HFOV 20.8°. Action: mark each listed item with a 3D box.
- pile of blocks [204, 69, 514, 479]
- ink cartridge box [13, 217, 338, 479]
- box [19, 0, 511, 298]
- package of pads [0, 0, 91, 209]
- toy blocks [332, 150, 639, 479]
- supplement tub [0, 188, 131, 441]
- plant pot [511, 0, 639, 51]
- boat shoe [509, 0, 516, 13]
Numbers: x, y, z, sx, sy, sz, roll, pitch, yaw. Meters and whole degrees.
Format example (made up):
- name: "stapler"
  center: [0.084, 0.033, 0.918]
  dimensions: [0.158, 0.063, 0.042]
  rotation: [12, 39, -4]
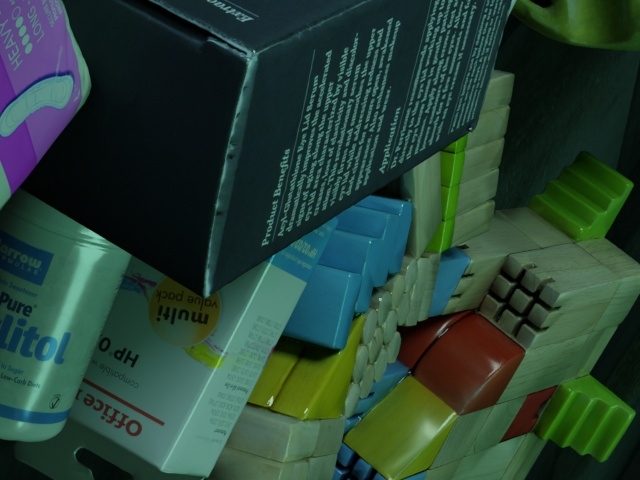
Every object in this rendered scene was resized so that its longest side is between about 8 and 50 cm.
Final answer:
- name: "pile of blocks"
  center: [0.000, 0.000, 1.003]
  dimensions: [0.362, 0.113, 0.149]
  rotation: [-54, 150, -47]
- name: "ink cartridge box"
  center: [-0.083, 0.043, 0.837]
  dimensions: [0.181, 0.104, 0.061]
  rotation: [-63, 160, -2]
- name: "box"
  center: [-0.035, -0.089, 0.708]
  dimensions: [0.207, 0.153, 0.108]
  rotation: [-32, 144, -46]
- name: "package of pads"
  center: [-0.183, -0.057, 0.471]
  dimensions: [0.229, 0.101, 0.296]
  rotation: [-55, 158, -24]
- name: "toy blocks"
  center: [0.076, 0.124, 1.261]
  dimensions: [0.261, 0.191, 0.381]
  rotation: [-8, 131, -53]
- name: "supplement tub"
  center: [-0.127, 0.027, 0.757]
  dimensions: [0.071, 0.071, 0.107]
  rotation: [-5, 118, -67]
- name: "plant pot"
  center: [0.234, -0.225, 1.123]
  dimensions: [0.254, 0.276, 0.276]
  rotation: [-14, 129, -49]
- name: "boat shoe"
  center: [0.092, -0.219, 0.979]
  dimensions: [0.267, 0.096, 0.088]
  rotation: [-60, 149, 4]
